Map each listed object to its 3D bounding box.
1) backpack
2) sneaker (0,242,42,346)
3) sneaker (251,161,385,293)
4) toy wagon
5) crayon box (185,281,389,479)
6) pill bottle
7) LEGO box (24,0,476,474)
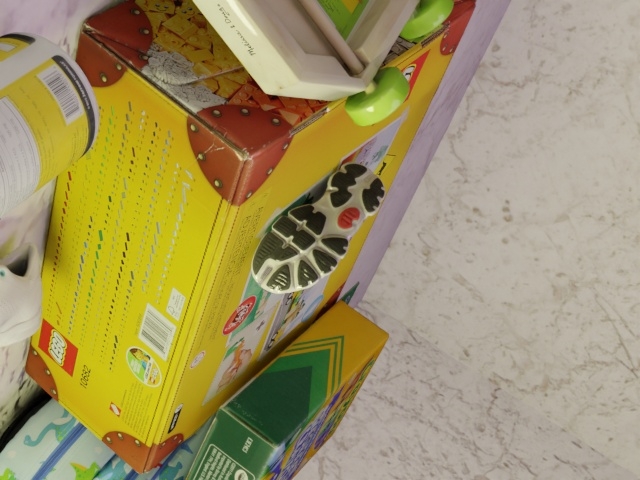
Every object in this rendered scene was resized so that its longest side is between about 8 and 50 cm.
[{"bbox_3d":[-0.266,0.273,1.393,0.355,0.273,0.290,-21,151,-51],"label":"backpack"},{"bbox_3d":[-0.302,0.059,0.984,0.212,0.080,0.094,-52,159,-67],"label":"sneaker"},{"bbox_3d":[0.000,0.000,1.073,0.170,0.068,0.071,-42,168,-36],"label":"sneaker"},{"bbox_3d":[0.011,-0.271,0.966,0.068,0.267,0.344,-12,-143,41],"label":"toy wagon"},{"bbox_3d":[-0.033,0.207,1.401,0.323,0.083,0.203,-40,161,-52],"label":"crayon box"},{"bbox_3d":[-0.241,-0.060,0.778,0.184,0.103,0.103,-47,166,-45],"label":"pill bottle"},{"bbox_3d":[-0.086,-0.047,1.211,0.372,0.193,0.500,-39,161,-42],"label":"LEGO box"}]
